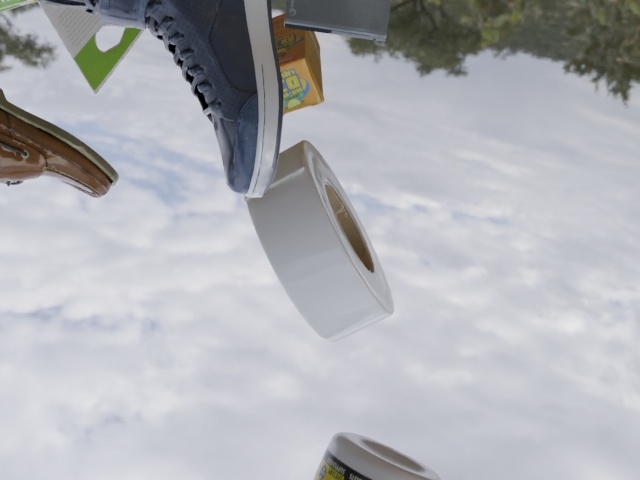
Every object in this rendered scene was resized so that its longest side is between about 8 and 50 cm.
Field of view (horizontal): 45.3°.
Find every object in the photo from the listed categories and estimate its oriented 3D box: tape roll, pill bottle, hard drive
[{"bbox_3d":[0.000,0.000,1.107,0.100,0.286,0.286,-27,-164,11],"label":"tape roll"},{"bbox_3d":[0.039,0.473,1.137,0.188,0.334,0.188,23,176,2],"label":"pill bottle"},{"bbox_3d":[0.025,-0.317,1.008,0.135,0.094,0.022,8,170,-1],"label":"hard drive"}]

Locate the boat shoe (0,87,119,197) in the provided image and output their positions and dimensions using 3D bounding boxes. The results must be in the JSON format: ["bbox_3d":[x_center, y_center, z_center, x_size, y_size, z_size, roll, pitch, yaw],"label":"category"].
[{"bbox_3d":[-0.412,-0.122,1.009,0.110,0.104,0.307,4,157,47],"label":"boat shoe"}]

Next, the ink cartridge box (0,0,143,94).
[{"bbox_3d":[-0.333,-0.322,0.922,0.097,0.255,0.189,-5,-137,25],"label":"ink cartridge box"}]

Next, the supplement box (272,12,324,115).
[{"bbox_3d":[-0.044,-0.267,1.133,0.078,0.080,0.233,-17,-146,9],"label":"supplement box"}]

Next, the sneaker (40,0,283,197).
[{"bbox_3d":[-0.113,-0.137,0.537,0.163,0.226,0.086,-6,-177,-17],"label":"sneaker"}]
